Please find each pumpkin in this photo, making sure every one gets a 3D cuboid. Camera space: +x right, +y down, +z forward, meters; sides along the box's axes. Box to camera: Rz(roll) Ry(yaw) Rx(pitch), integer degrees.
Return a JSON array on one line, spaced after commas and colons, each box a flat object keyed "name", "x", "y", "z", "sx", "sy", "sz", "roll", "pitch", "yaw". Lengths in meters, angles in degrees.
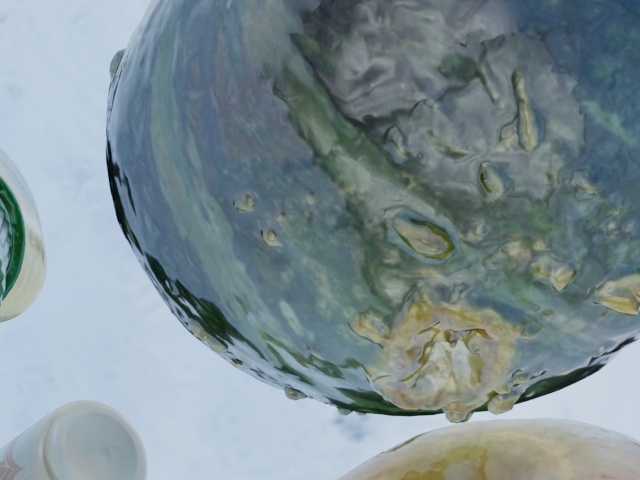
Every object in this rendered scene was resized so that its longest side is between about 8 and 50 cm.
[{"name": "pumpkin", "x": 0.033, "y": -0.043, "z": 0.394, "sx": 0.146, "sy": 0.190, "sz": 0.190, "roll": 33, "pitch": 61, "yaw": -6}]

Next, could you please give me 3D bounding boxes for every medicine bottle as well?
[{"name": "medicine bottle", "x": -0.272, "y": 0.244, "z": 1.491, "sx": 0.114, "sy": 0.252, "sz": 0.114, "roll": 23, "pitch": 50, "yaw": -30}, {"name": "medicine bottle", "x": -0.157, "y": -0.003, "z": 0.635, "sx": 0.111, "sy": 0.309, "sz": 0.076, "roll": 36, "pitch": 90, "yaw": -14}]

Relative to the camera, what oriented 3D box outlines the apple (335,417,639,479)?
[{"name": "apple", "x": 0.085, "y": 0.213, "z": 0.704, "sx": 0.286, "sy": 0.286, "sz": 0.233, "roll": -30, "pitch": 114, "yaw": -32}]
